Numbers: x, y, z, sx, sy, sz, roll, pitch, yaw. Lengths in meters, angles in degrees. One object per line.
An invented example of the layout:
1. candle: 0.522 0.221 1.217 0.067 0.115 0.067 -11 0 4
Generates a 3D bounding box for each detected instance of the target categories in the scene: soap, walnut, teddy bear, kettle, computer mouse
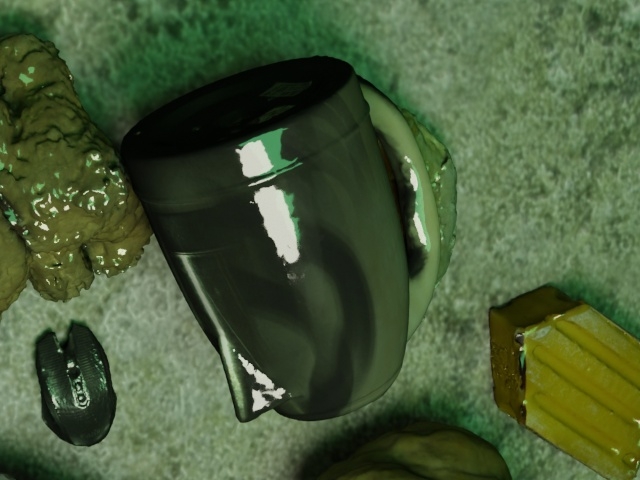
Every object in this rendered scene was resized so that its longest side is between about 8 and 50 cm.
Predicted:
1. soap: 0.297 0.161 1.621 0.257 0.080 0.160 34 89 -26
2. walnut: 0.109 0.345 1.491 0.277 0.282 0.253 -10 123 -28
3. teddy bear: -0.294 -0.023 1.285 0.256 0.156 0.267 -33 116 -9
4. kettle: 0.000 0.000 1.328 0.321 0.228 0.324 -37 117 -39
5. computer mouse: -0.246 0.152 1.413 0.079 0.047 0.135 -16 108 -19

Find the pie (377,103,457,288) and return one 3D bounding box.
1. pie: 0.015 -0.011 1.463 0.306 0.071 0.306 -6 105 -21

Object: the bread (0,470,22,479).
1. bread: -0.291 0.299 1.362 0.417 0.165 0.113 29 62 -28
